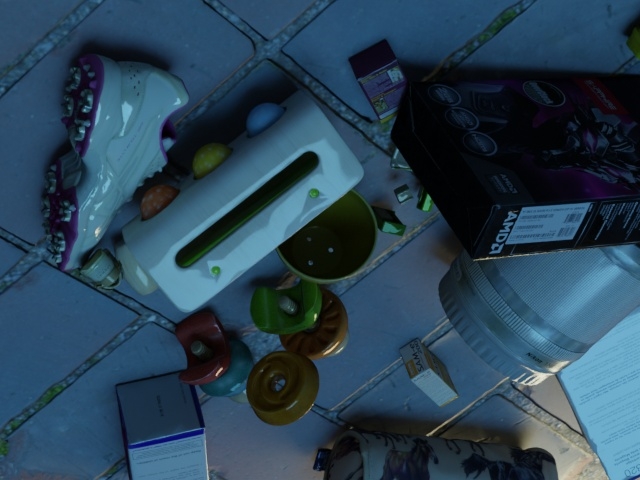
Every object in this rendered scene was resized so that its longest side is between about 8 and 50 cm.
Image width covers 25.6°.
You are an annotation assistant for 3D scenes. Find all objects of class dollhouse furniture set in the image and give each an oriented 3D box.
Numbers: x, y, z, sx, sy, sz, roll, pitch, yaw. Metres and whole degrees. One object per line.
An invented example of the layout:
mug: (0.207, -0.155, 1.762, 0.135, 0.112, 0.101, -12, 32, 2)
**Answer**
dollhouse furniture set: (0.112, -0.085, 1.834, 0.076, 0.058, 0.151, 11, 109, -20)

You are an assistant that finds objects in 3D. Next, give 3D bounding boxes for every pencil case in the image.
pencil case: (0.195, 0.399, 2.249, 0.410, 0.160, 0.183, 10, 138, -29)

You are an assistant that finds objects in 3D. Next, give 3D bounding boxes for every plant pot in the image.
plant pot: (0.000, 0.000, 1.814, 0.134, 0.134, 0.095, -11, 165, -11)

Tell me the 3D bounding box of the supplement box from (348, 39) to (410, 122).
supplement box: (0.076, -0.191, 1.699, 0.055, 0.043, 0.083, -27, 137, 5)

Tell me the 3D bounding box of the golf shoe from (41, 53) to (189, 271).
golf shoe: (-0.240, -0.079, 1.641, 0.140, 0.115, 0.306, -3, 138, -28)

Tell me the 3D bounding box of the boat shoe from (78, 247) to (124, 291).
boat shoe: (-0.262, 0.040, 1.705, 0.045, 0.135, 0.050, 43, 87, -2)

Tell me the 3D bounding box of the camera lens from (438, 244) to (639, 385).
camera lens: (0.320, 0.033, 1.889, 0.219, 0.219, 0.274, 24, 121, -37)

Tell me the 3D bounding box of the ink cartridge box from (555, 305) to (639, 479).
ink cartridge box: (0.520, 0.172, 2.135, 0.324, 0.071, 0.330, -26, 114, 4)

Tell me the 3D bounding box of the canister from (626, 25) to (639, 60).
canister: (0.478, -0.284, 1.743, 0.126, 0.073, 0.170, 13, 125, -32)

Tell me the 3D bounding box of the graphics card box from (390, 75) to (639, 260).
graphics card box: (0.297, -0.096, 1.712, 0.371, 0.232, 0.094, -5, 136, -27)

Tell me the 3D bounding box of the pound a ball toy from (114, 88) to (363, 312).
pound a ball toy: (-0.126, -0.052, 1.699, 0.319, 0.208, 0.135, -37, 108, 0)

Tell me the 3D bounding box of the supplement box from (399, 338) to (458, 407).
supplement box: (0.162, 0.198, 2.106, 0.036, 0.062, 0.098, -33, 137, 13)

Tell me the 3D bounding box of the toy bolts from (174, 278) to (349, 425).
toy bolts: (-0.067, 0.178, 1.915, 0.229, 0.218, 0.158, -17, 146, 22)

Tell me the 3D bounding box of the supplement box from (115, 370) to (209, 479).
supplement box: (-0.223, 0.306, 2.027, 0.114, 0.111, 0.220, -11, 136, -10)
